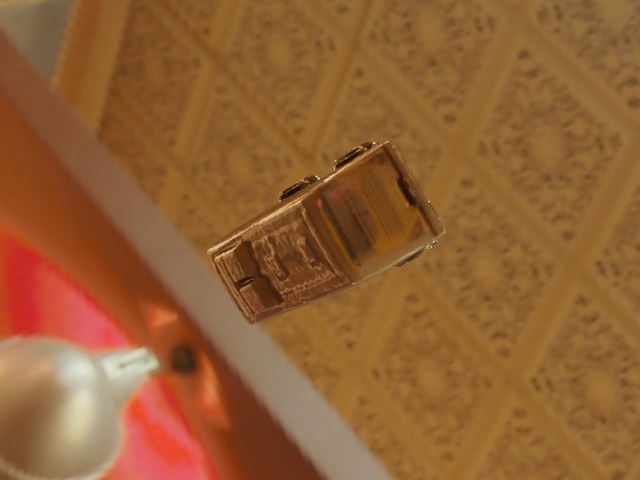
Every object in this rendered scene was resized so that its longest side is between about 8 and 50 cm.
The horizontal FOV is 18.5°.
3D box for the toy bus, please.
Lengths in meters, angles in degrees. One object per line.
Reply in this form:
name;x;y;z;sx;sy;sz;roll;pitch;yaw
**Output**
toy bus;0.000;0.000;1.415;0.092;0.106;0.268;60;-21;-2
